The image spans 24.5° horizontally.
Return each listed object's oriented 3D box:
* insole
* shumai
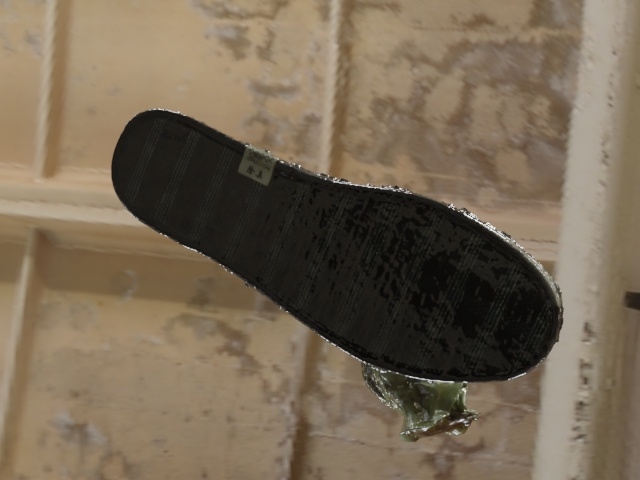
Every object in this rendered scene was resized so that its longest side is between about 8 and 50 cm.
[{"bbox_3d":[0.000,0.000,0.872,0.309,0.012,0.110,28,-74,23],"label":"insole"},{"bbox_3d":[0.062,0.095,0.973,0.083,0.080,0.082,-21,-62,23],"label":"shumai"}]
